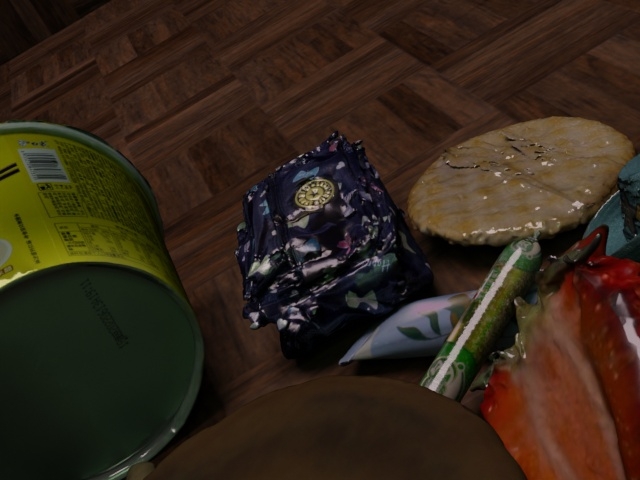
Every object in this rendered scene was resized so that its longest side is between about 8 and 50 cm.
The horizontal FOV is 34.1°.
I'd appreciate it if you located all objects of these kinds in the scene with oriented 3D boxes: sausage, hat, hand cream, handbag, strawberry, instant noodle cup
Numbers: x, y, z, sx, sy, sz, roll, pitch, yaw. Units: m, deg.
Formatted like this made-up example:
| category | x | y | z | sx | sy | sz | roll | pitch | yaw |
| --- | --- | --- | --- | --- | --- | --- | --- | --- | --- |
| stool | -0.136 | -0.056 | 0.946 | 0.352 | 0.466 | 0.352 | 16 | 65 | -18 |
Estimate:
| category | x | y | z | sx | sy | sz | roll | pitch | yaw |
| --- | --- | --- | --- | --- | --- | --- | --- | --- | --- |
| sausage | 0.089 | 0.102 | 0.741 | 0.032 | 0.033 | 0.269 | 15 | 67 | 54 |
| hat | 0.279 | -0.042 | 0.779 | 0.190 | 0.078 | 0.138 | -18 | 14 | 5 |
| hand cream | 0.131 | 0.065 | 0.814 | 0.256 | 0.055 | 0.088 | -13 | 23 | 39 |
| handbag | 0.000 | 0.000 | 0.973 | 0.162 | 0.113 | 0.260 | -30 | 29 | 10 |
| strawberry | 0.187 | 0.103 | 0.597 | 0.097 | 0.175 | 0.228 | 5 | 28 | -22 |
| instant noodle cup | -0.250 | 0.074 | 0.927 | 0.311 | 0.311 | 0.221 | -34 | 37 | -8 |

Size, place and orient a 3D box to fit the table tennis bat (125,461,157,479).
| category | x | y | z | sx | sy | sz | roll | pitch | yaw |
| --- | --- | --- | --- | --- | --- | --- | --- | --- | --- |
| table tennis bat | -0.157 | 0.263 | 0.783 | 0.138 | 0.022 | 0.247 | -21 | 30 | 16 |

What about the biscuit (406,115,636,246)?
| category | x | y | z | sx | sy | sz | roll | pitch | yaw |
| --- | --- | --- | --- | --- | --- | --- | --- | --- | --- |
| biscuit | 0.181 | -0.057 | 0.958 | 0.219 | 0.033 | 0.220 | -16 | 28 | 9 |

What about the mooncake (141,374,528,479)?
| category | x | y | z | sx | sy | sz | roll | pitch | yaw |
| --- | --- | --- | --- | --- | --- | --- | --- | --- | --- |
| mooncake | -0.005 | 0.222 | 0.555 | 0.290 | 0.161 | 0.290 | -22 | 30 | 14 |
